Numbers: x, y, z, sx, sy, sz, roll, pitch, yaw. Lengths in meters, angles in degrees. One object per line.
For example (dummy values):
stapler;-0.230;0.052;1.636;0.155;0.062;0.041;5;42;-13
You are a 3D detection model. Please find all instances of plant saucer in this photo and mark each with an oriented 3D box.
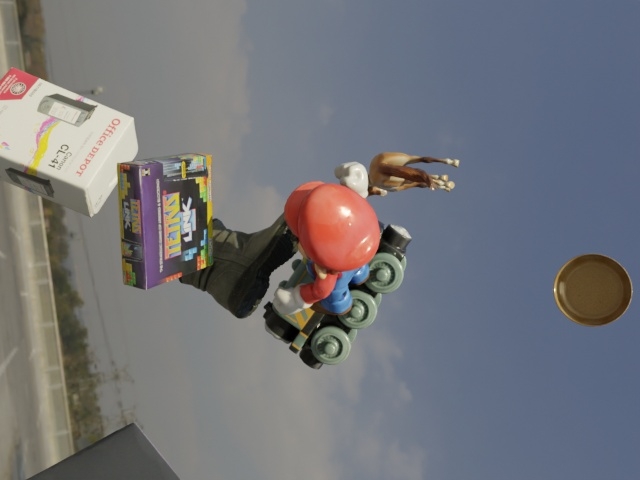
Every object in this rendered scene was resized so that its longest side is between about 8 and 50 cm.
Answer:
plant saucer;0.311;0.057;0.711;0.083;0.015;0.083;-7;-103;32

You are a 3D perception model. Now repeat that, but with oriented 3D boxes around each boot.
boot;-0.134;-0.001;1.076;0.161;0.246;0.083;32;-8;25

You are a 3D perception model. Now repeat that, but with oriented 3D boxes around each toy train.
toy train;0.029;0.087;1.195;0.334;0.190;0.142;-56;177;16

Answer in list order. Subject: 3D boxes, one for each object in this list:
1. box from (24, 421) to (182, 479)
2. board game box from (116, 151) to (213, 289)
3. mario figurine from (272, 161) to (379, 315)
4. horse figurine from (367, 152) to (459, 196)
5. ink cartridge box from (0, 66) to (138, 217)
box;-0.236;0.466;0.843;0.296;0.183;0.294;27;-48;44
board game box;-0.213;-0.032;0.872;0.048;0.141;0.170;10;-71;27
mario figurine;0.000;0.000;0.962;0.320;0.170;0.198;82;3;-66
horse figurine;0.145;-0.112;1.087;0.263;0.175;0.066;1;93;-84
ink cartridge box;-0.603;-0.222;1.397;0.131;0.306;0.226;110;2;-61
